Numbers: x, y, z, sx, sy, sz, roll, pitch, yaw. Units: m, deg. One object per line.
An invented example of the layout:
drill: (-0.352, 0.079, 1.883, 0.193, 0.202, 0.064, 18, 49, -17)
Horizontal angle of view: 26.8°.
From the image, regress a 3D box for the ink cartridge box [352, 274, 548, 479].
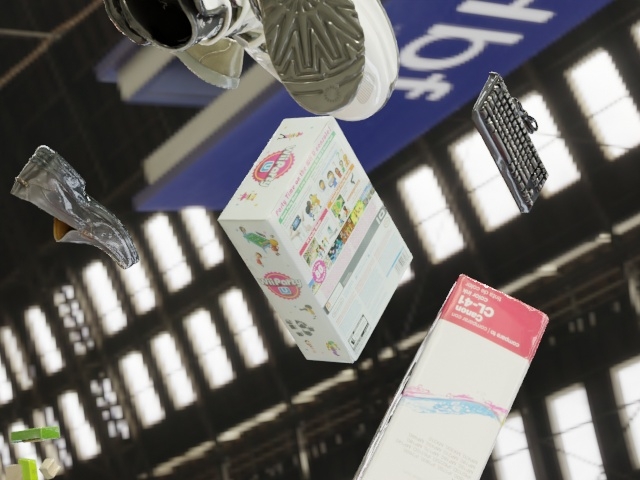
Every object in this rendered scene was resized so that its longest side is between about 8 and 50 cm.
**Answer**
ink cartridge box: (0.146, 0.228, 1.666, 0.131, 0.306, 0.226, 28, -26, 4)

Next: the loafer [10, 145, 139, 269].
loafer: (-0.255, -0.022, 1.404, 0.061, 0.170, 0.062, -48, -148, -14)

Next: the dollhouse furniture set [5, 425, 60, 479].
dollhouse furniture set: (-0.368, 0.321, 1.752, 0.058, 0.076, 0.152, -14, -100, 35)

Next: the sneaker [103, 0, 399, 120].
sneaker: (-0.093, -0.227, 1.377, 0.169, 0.447, 0.257, -20, -142, 34)

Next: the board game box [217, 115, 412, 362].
board game box: (0.000, 0.000, 2.008, 0.097, 0.224, 0.303, 1, -45, 36)

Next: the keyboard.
keyboard: (0.248, -0.132, 1.706, 0.023, 0.180, 0.108, 0, -132, 36)

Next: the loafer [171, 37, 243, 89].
loafer: (-0.204, -0.331, 2.123, 0.251, 0.094, 0.087, 38, -72, 27)

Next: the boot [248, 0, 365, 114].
boot: (-0.023, -0.175, 1.052, 0.208, 0.076, 0.190, 134, -61, -83)
